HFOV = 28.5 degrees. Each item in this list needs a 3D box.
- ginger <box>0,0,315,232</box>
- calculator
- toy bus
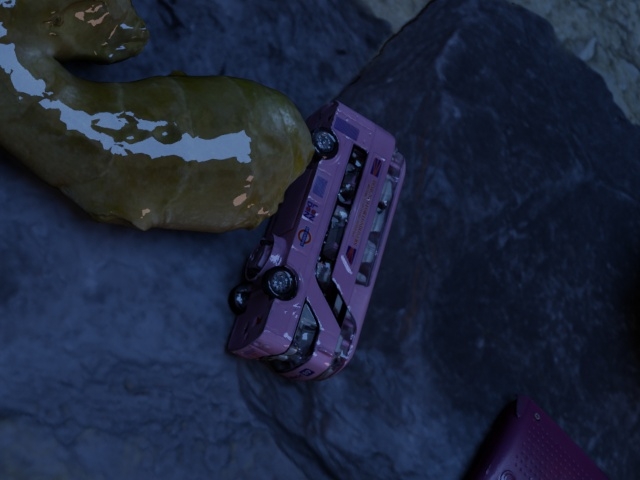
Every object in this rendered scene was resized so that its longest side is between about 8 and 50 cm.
[{"bbox_3d":[-0.206,-0.139,0.802,0.348,0.122,0.363,-22,94,-32],"label":"ginger"},{"bbox_3d":[0.150,0.224,0.947,0.126,0.034,0.190,46,59,-14],"label":"calculator"},{"bbox_3d":[0.000,0.000,0.904,0.090,0.063,0.203,30,62,-22],"label":"toy bus"}]
